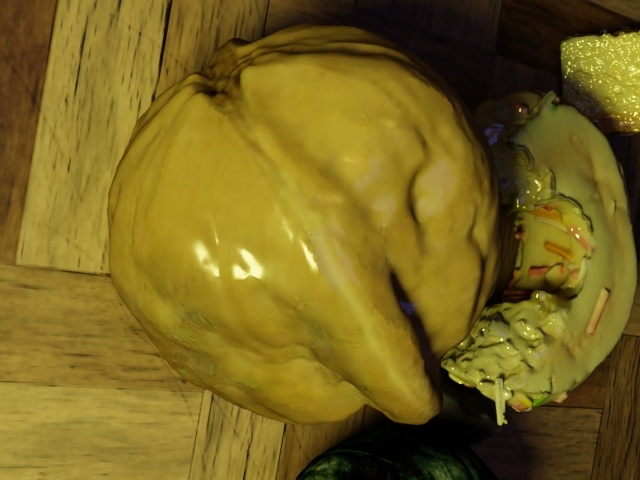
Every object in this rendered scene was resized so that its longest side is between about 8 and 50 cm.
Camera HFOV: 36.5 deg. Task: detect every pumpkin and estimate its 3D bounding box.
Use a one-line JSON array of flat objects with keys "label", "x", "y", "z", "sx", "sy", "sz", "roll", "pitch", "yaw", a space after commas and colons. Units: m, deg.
[{"label": "pumpkin", "x": 0.064, "y": 0.353, "z": 1.050, "sx": 0.315, "sy": 0.239, "sz": 0.315, "roll": -6, "pitch": 98, "yaw": -53}]

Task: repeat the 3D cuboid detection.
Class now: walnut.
[{"label": "walnut", "x": -0.012, "y": -0.006, "z": 0.903, "sx": 0.384, "sy": 0.384, "sz": 0.383, "roll": -5, "pitch": 99, "yaw": -35}]

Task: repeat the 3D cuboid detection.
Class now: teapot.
[{"label": "teapot", "x": 0.139, "y": 0.205, "z": 1.171, "sx": 0.177, "sy": 0.087, "sz": 0.096, "roll": 31, "pitch": 112, "yaw": -32}]

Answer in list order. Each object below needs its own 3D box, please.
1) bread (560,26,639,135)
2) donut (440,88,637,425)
[{"label": "bread", "x": 0.392, "y": -0.207, "z": 1.290, "sx": 0.152, "sy": 0.127, "sz": 0.147, "roll": -11, "pitch": 103, "yaw": -16}, {"label": "donut", "x": 0.256, "y": 0.006, "z": 1.171, "sx": 0.307, "sy": 0.150, "sz": 0.371, "roll": -11, "pitch": 99, "yaw": -41}]
